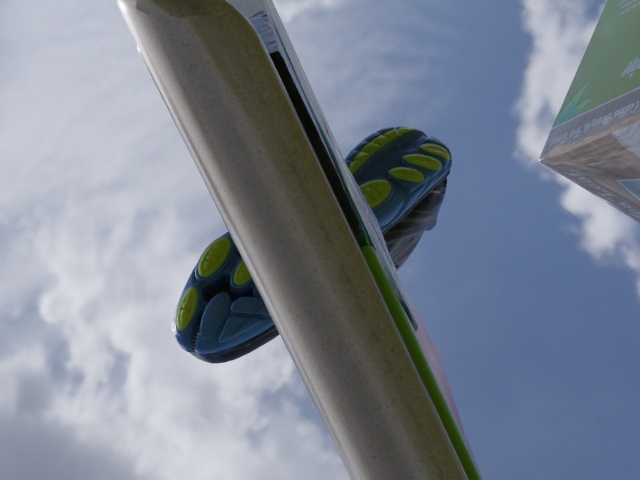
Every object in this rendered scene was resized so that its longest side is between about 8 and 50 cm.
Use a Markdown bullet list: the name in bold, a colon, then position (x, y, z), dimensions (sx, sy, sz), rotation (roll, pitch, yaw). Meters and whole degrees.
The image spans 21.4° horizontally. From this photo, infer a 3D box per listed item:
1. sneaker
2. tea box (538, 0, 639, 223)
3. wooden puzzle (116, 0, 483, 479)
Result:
- **sneaker**: position (0.004, 0.012, 0.881), dimensions (0.067, 0.078, 0.188), rotation (27, -132, 33)
- **tea box**: position (0.432, -0.144, 1.540), dimensions (0.329, 0.220, 0.323), rotation (29, -108, -14)
- **wooden puzzle**: position (0.000, 0.000, 0.507), dimensions (0.044, 0.238, 0.221), rotation (-26, -70, -1)
